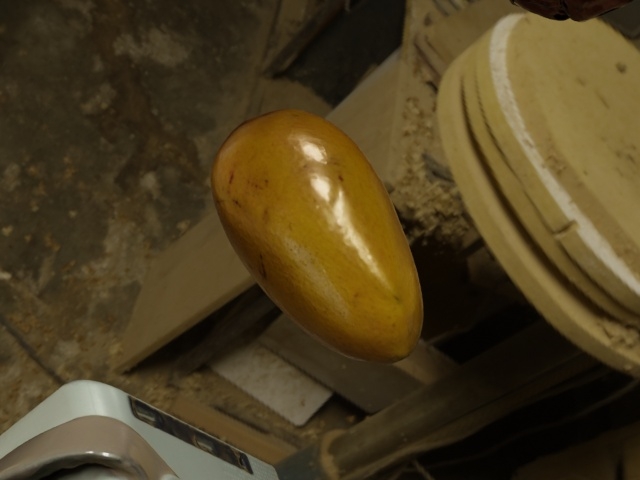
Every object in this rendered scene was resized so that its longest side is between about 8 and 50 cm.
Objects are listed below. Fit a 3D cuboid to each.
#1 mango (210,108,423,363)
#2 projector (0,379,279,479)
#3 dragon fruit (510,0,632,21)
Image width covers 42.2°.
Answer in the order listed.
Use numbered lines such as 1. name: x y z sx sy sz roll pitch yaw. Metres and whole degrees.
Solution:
1. mango: 0.000 0.000 0.611 0.112 0.145 0.219 -21 63 -25
2. projector: -0.110 0.208 0.483 0.242 0.163 0.177 45 9 -47
3. dragon fruit: 0.220 -0.274 0.714 0.182 0.182 0.188 38 43 -15
